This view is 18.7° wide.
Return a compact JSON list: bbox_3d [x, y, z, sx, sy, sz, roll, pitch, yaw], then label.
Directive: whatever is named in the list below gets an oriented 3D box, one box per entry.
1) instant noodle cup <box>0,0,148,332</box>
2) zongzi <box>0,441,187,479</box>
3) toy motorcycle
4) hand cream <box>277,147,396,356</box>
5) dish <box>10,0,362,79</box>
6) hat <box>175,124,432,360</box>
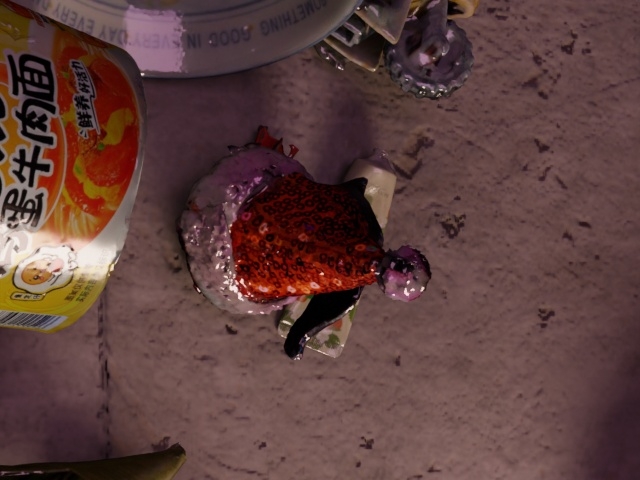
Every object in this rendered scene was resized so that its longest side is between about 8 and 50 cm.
[{"bbox_3d":[-0.246,-0.059,1.290,0.200,0.264,0.264,14,78,-28],"label":"instant noodle cup"},{"bbox_3d":[-0.260,0.166,1.299,0.274,0.125,0.251,-47,107,-8],"label":"zongzi"},{"bbox_3d":[0.030,-0.207,1.508,0.229,0.094,0.130,33,67,-3],"label":"toy motorcycle"},{"bbox_3d":[0.019,0.006,1.507,0.057,0.037,0.165,24,81,-18],"label":"hand cream"},{"bbox_3d":[-0.102,-0.240,1.378,0.273,0.273,0.134,7,59,-22],"label":"dish"},{"bbox_3d":[0.003,0.000,1.401,0.140,0.227,0.129,-47,127,-25],"label":"hat"}]
